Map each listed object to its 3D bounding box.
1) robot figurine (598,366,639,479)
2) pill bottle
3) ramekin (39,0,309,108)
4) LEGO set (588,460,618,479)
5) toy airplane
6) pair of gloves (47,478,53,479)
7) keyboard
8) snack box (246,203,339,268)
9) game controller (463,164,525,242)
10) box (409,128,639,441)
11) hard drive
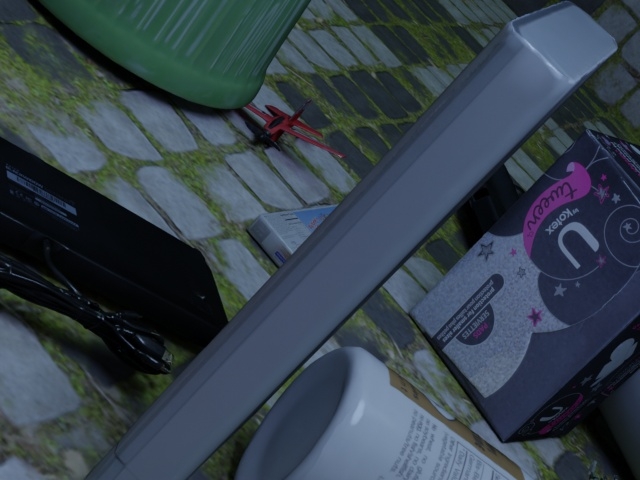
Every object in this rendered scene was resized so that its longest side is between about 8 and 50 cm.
[{"bbox_3d":[0.367,0.124,1.398,0.200,0.300,0.353,-17,71,-23],"label":"robot figurine"},{"bbox_3d":[0.069,0.181,0.892,0.229,0.131,0.131,38,22,-15],"label":"pill bottle"},{"bbox_3d":[-0.143,-0.278,1.321,0.303,0.148,0.303,34,22,-16],"label":"ramekin"},{"bbox_3d":[0.270,0.244,1.303,0.054,0.023,0.083,-7,68,-61],"label":"LEGO set"},{"bbox_3d":[-0.038,-0.117,1.398,0.151,0.028,0.151,23,22,-10],"label":"toy airplane"},{"bbox_3d":[-0.135,0.185,0.642,0.240,0.042,0.204,24,29,-44],"label":"pair of gloves"},{"bbox_3d":[-0.187,-0.002,0.916,0.317,0.033,0.201,31,18,-29],"label":"keyboard"},{"bbox_3d":[0.000,0.000,1.259,0.064,0.022,0.178,48,21,14],"label":"snack box"},{"bbox_3d":[0.232,0.014,1.625,0.166,0.067,0.319,49,17,-30],"label":"game controller"},{"bbox_3d":[0.232,0.044,1.283,0.142,0.247,0.163,8,40,-56],"label":"box"},{"bbox_3d":[0.023,0.008,0.824,0.047,0.353,0.233,45,21,4],"label":"hard drive"}]
